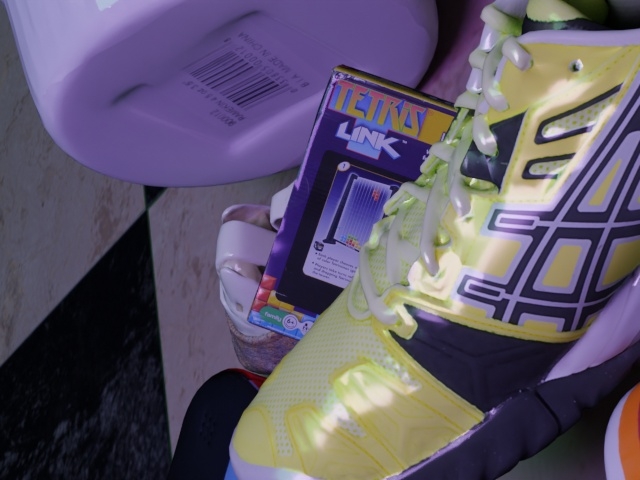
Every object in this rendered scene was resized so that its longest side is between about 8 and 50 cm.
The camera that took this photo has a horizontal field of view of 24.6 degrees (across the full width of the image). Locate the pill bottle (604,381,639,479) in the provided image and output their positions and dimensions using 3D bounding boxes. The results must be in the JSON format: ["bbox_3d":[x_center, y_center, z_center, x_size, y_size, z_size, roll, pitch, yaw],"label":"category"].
[{"bbox_3d":[0.219,0.055,0.539,0.221,0.121,0.121,-45,45,40],"label":"pill bottle"}]

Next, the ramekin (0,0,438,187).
[{"bbox_3d":[-0.060,-0.147,0.906,0.277,0.277,0.135,-41,56,43],"label":"ramekin"}]

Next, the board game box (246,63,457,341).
[{"bbox_3d":[0.064,0.003,0.758,0.048,0.170,0.141,-50,-20,-80],"label":"board game box"}]

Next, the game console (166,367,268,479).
[{"bbox_3d":[-0.027,0.294,0.893,0.386,0.060,0.342,38,111,55],"label":"game console"}]

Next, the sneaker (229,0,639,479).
[{"bbox_3d":[0.095,-0.028,0.629,0.384,0.147,0.145,-42,24,12],"label":"sneaker"}]

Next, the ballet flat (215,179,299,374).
[{"bbox_3d":[0.000,0.000,0.906,0.316,0.106,0.108,-34,49,47],"label":"ballet flat"}]
